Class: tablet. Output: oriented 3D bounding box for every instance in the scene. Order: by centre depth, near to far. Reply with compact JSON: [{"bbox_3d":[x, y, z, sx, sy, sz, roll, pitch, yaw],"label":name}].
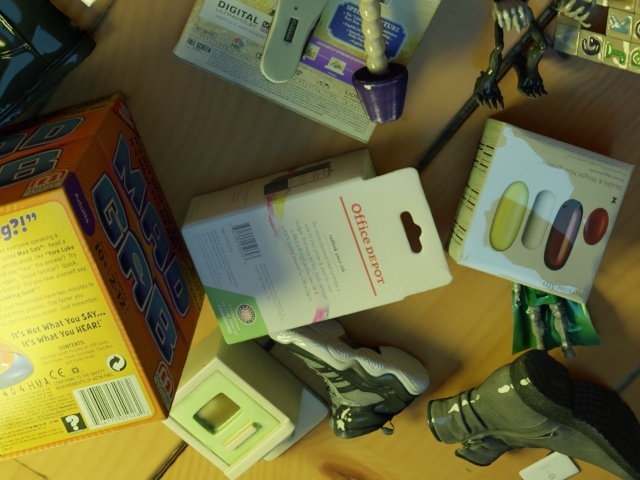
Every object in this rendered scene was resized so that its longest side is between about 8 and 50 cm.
[{"bbox_3d":[0.372,0.376,2.194,0.083,0.006,0.054,-33,110,19],"label":"tablet"}]

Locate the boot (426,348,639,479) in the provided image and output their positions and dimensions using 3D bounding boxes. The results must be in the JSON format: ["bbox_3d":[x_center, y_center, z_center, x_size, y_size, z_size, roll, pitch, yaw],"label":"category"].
[{"bbox_3d":[0.342,0.300,2.112,0.338,0.118,0.222,38,129,-24],"label":"boot"}]

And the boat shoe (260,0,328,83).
[{"bbox_3d":[-0.036,-0.294,1.795,0.065,0.083,0.183,23,91,-8],"label":"boat shoe"}]

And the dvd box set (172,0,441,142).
[{"bbox_3d":[0.017,-0.372,1.815,0.307,0.062,0.420,23,117,-8],"label":"dvd box set"}]

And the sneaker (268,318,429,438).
[{"bbox_3d":[0.022,0.217,2.087,0.268,0.101,0.153,23,113,-10],"label":"sneaker"}]

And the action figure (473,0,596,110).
[{"bbox_3d":[0.277,-0.312,1.777,0.164,0.141,0.276,-9,123,-21],"label":"action figure"}]

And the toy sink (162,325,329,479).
[{"bbox_3d":[-0.119,0.268,2.108,0.234,0.131,0.153,43,112,-16],"label":"toy sink"}]

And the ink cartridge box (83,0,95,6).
[{"bbox_3d":[-0.340,-0.428,1.766,0.219,0.160,0.092,41,115,-14],"label":"ink cartridge box"}]

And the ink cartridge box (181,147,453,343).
[{"bbox_3d":[0.000,0.000,1.974,0.353,0.119,0.207,-14,114,12],"label":"ink cartridge box"}]

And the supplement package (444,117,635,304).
[{"bbox_3d":[0.301,-0.044,1.884,0.194,0.149,0.203,17,97,-4],"label":"supplement package"}]

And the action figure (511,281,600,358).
[{"bbox_3d":[0.330,0.070,2.019,0.137,0.063,0.232,-11,111,13],"label":"action figure"}]

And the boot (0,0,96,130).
[{"bbox_3d":[-0.467,-0.277,1.885,0.246,0.094,0.207,-38,112,13],"label":"boot"}]

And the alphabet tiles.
[{"bbox_3d":[0.400,-0.341,1.769,0.198,0.009,0.237,24,124,38],"label":"alphabet tiles"}]

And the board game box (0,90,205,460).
[{"bbox_3d":[-0.410,0.054,1.900,0.356,0.356,0.356,-15,114,12],"label":"board game box"}]

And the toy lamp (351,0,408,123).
[{"bbox_3d":[0.069,-0.287,1.776,0.080,0.080,0.275,-6,119,7],"label":"toy lamp"}]
